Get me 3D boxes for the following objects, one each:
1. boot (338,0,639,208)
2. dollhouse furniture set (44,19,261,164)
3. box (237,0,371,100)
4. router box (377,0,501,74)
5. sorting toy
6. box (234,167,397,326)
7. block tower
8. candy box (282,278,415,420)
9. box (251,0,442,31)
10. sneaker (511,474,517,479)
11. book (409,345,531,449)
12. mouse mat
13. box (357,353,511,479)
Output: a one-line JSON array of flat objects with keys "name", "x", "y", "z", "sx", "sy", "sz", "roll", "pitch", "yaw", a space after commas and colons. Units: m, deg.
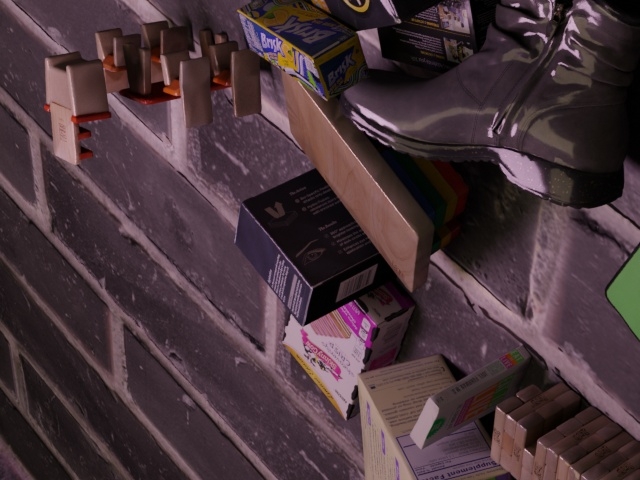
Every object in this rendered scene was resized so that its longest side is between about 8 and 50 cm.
[{"name": "boot", "x": 0.174, "y": -0.185, "z": 1.556, "sx": 0.338, "sy": 0.118, "sz": 0.222, "roll": 19, "pitch": 119, "yaw": 30}, {"name": "dollhouse furniture set", "x": -0.238, "y": -0.199, "z": 2.125, "sx": 0.262, "sy": 0.259, "sz": 0.135, "roll": 24, "pitch": 123, "yaw": 53}, {"name": "box", "x": -0.019, "y": -0.208, "z": 1.643, "sx": 0.169, "sy": 0.059, "sz": 0.054, "roll": 40, "pitch": 157, "yaw": 49}, {"name": "router box", "x": 0.123, "y": -0.250, "z": 1.687, "sx": 0.179, "sy": 0.046, "sz": 0.133, "roll": 25, "pitch": 134, "yaw": 51}, {"name": "sorting toy", "x": 0.067, "y": -0.093, "z": 1.803, "sx": 0.255, "sy": 0.089, "sz": 0.257, "roll": 53, "pitch": 173, "yaw": 13}, {"name": "box", "x": 0.000, "y": 0.000, "z": 1.989, "sx": 0.158, "sy": 0.156, "sz": 0.093, "roll": 50, "pitch": 150, "yaw": 25}, {"name": "block tower", "x": 0.334, "y": 0.286, "z": 1.721, "sx": 0.335, "sy": 0.091, "sz": 0.097, "roll": 40, "pitch": 144, "yaw": 37}, {"name": "candy box", "x": 0.033, "y": 0.113, "z": 2.116, "sx": 0.159, "sy": 0.071, "sz": 0.233, "roll": 49, "pitch": 149, "yaw": 26}, {"name": "box", "x": -0.024, "y": -0.370, "z": 1.641, "sx": 0.318, "sy": 0.097, "sz": 0.395, "roll": 64, "pitch": 164, "yaw": -12}, {"name": "sneaker", "x": 0.266, "y": 0.352, "z": 1.928, "sx": 0.076, "sy": 0.065, "sz": 0.166, "roll": -11, "pitch": 104, "yaw": 58}, {"name": "book", "x": 0.177, "y": 0.183, "z": 1.848, "sx": 0.035, "sy": 0.144, "sz": 0.096, "roll": 52, "pitch": 150, "yaw": 23}, {"name": "mouse mat", "x": 0.370, "y": 0.089, "z": 1.586, "sx": 0.189, "sy": 0.007, "sz": 0.152, "roll": 55, "pitch": 151, "yaw": 19}, {"name": "box", "x": 0.142, "y": 0.304, "z": 1.962, "sx": 0.243, "sy": 0.117, "sz": 0.213, "roll": -118, "pitch": 19, "yaw": -54}]
